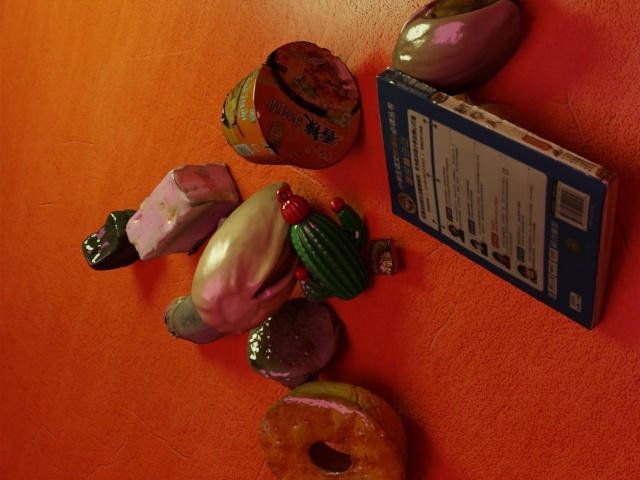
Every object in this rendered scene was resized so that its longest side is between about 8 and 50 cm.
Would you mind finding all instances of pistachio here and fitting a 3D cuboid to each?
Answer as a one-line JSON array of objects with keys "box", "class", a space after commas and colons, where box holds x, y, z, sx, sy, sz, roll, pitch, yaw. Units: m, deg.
[{"box": [0.210, -0.309, 1.367, 0.238, 0.153, 0.137, -38, 32, 43], "class": "pistachio"}, {"box": [-0.127, 0.033, 1.707, 0.214, 0.318, 0.193, 2, 144, 44], "class": "pistachio"}]

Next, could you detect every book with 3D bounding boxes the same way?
[{"box": [0.255, -0.068, 1.351, 0.428, 0.039, 0.300, 34, 149, 37], "class": "book"}]

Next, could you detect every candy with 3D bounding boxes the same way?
[{"box": [-0.309, -0.061, 1.961, 0.265, 0.156, 0.115, -40, 67, 44], "class": "candy"}]

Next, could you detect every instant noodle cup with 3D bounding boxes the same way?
[{"box": [-0.065, -0.234, 1.625, 0.182, 0.230, 0.230, -6, 95, 57], "class": "instant noodle cup"}]

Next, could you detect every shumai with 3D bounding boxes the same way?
[{"box": [-0.041, 0.221, 1.778, 0.201, 0.201, 0.120, 35, 164, 36], "class": "shumai"}]

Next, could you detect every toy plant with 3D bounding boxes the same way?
[{"box": [0.014, 0.001, 1.638, 0.088, 0.155, 0.240, -161, 57, -71], "class": "toy plant"}]

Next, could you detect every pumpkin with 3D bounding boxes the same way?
[{"box": [0.120, 0.028, 1.612, 0.101, 0.035, 0.073, -175, 72, -69], "class": "pumpkin"}]

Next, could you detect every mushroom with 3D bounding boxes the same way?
[{"box": [-0.243, 0.134, 1.963, 0.397, 0.126, 0.177, -51, 53, 41], "class": "mushroom"}]

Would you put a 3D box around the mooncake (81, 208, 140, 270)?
[{"box": [-0.508, -0.001, 2.181, 0.104, 0.175, 0.168, 59, 176, 14], "class": "mooncake"}]

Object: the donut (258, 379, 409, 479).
[{"box": [0.037, 0.388, 1.673, 0.303, 0.110, 0.302, 12, 121, 21], "class": "donut"}]
